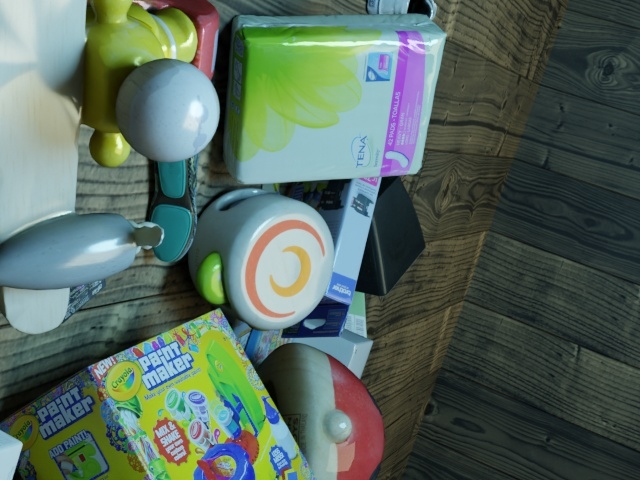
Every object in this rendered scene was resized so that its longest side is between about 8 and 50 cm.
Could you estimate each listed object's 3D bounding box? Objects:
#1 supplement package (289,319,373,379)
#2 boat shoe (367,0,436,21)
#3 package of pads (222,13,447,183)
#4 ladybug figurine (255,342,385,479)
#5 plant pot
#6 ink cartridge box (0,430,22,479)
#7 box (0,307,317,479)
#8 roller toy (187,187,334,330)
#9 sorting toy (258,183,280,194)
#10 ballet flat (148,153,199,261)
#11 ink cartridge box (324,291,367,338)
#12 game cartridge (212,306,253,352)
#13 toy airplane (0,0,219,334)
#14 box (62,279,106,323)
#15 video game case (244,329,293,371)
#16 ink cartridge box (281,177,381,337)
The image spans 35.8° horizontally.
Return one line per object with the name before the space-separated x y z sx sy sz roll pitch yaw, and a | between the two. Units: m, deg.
supplement package | -0.012 0.201 1.821 0.105 0.179 0.105 8 102 -69
boat shoe | 0.166 -0.413 1.797 0.258 0.084 0.095 -19 128 -64
package of pads | 0.013 -0.196 1.395 0.296 0.101 0.229 -4 124 -18
ladybug figurine | -0.020 0.316 1.536 0.449 0.161 0.305 143 -48 -68
plant pot | 0.069 -0.030 1.824 0.187 0.188 0.167 -45 136 -47
ink cartridge box | -0.398 0.243 1.018 0.143 0.092 0.090 -2 113 -67
box | -0.193 0.273 1.242 0.177 0.279 0.290 -32 176 27
roller toy | -0.088 0.025 1.450 0.209 0.146 0.191 36 80 -40
sorting toy | -0.086 -0.072 1.605 0.083 0.012 0.062 -37 143 -56
ballet flat | -0.186 -0.060 1.299 0.070 0.070 0.188 -41 149 -52
ink cartridge box | 0.027 0.202 1.999 0.235 0.056 0.171 121 -25 -46
game cartridge | -0.134 0.189 1.690 0.198 0.062 0.297 -21 129 -58
toy airplane | -0.219 -0.137 0.833 0.384 0.272 0.386 -62 159 -16
box | -0.293 0.050 1.194 0.083 0.018 0.067 -48 151 -44
video game case | -0.083 0.171 1.703 0.166 0.015 0.119 8 103 -69
ink cartridge box | 0.000 0.000 1.581 0.065 0.185 0.311 20 75 -31
